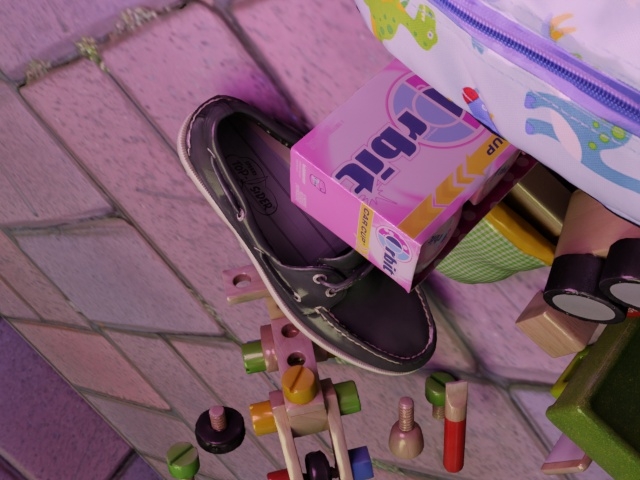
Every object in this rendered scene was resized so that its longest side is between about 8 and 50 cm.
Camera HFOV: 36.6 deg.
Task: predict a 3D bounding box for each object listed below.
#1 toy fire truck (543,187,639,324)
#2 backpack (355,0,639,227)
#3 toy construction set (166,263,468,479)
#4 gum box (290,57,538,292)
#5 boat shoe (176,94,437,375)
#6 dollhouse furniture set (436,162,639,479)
[{"bbox_3d":[0.297,0.040,0.624,0.246,0.158,0.217,25,162,-16],"label":"toy fire truck"},{"bbox_3d":[0.179,-0.124,0.384,0.355,0.290,0.273,26,142,37],"label":"backpack"},{"bbox_3d":[0.010,0.132,1.051,0.309,0.257,0.237,8,131,13],"label":"toy construction set"},{"bbox_3d":[0.081,-0.070,0.655,0.107,0.188,0.062,38,155,19],"label":"gum box"},{"bbox_3d":[0.003,-0.003,0.915,0.340,0.127,0.113,53,163,-7],"label":"boat shoe"},{"bbox_3d":[0.146,0.054,0.788,0.301,0.151,0.197,42,155,-5],"label":"dollhouse furniture set"}]
